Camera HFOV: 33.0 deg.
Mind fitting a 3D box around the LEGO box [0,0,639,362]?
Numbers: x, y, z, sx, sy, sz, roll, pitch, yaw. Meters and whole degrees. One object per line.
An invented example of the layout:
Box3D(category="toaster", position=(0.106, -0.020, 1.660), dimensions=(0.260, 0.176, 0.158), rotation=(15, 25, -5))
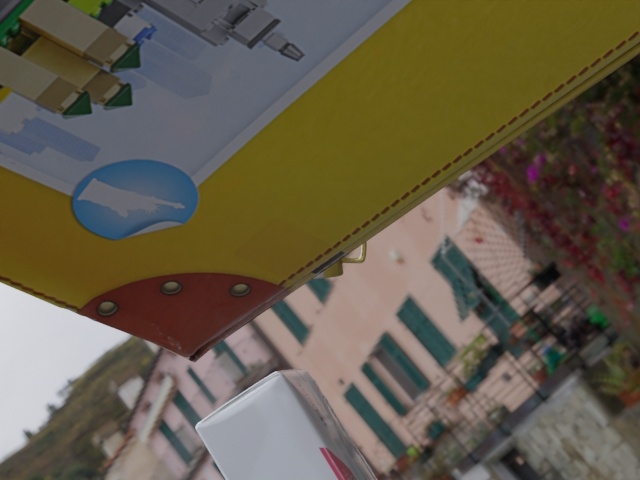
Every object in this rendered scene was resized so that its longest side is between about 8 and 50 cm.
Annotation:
Box3D(category="LEGO box", position=(-0.009, -0.212, 0.270), dimensions=(0.500, 0.193, 0.372), rotation=(-35, -43, 26))

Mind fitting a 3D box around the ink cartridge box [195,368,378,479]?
Box3D(category="ink cartridge box", position=(-0.025, 0.269, 1.294), dimensions=(0.117, 0.207, 0.283), rotation=(-33, -8, 1))

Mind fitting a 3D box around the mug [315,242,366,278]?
Box3D(category="mug", position=(-0.004, 0.000, 1.007), dimensions=(0.078, 0.064, 0.062), rotation=(-4, 6, -36))
